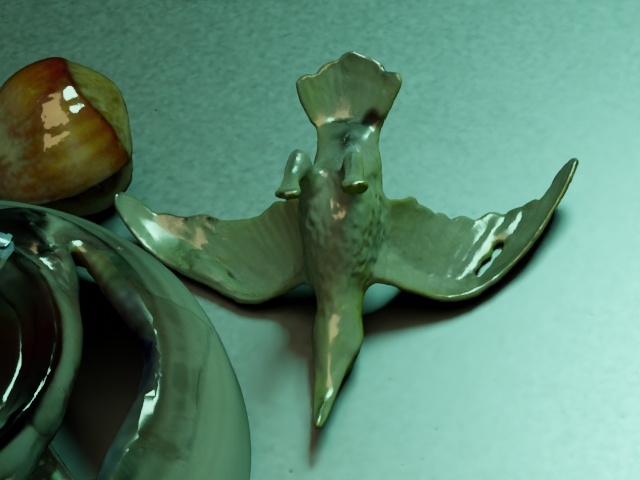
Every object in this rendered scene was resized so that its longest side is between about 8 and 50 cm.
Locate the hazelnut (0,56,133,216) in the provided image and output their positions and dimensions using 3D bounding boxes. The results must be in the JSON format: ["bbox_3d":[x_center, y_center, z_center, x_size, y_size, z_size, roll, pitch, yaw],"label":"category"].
[{"bbox_3d":[-0.129,-0.046,0.848,0.086,0.086,0.086,-5,49,5],"label":"hazelnut"}]

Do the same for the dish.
[{"bbox_3d":[-0.170,0.061,0.709,0.273,0.134,0.273,-3,47,3],"label":"dish"}]

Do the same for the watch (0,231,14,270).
[{"bbox_3d":[-0.068,0.173,0.620,0.276,0.068,0.274,29,66,-14],"label":"watch"}]

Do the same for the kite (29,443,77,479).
[{"bbox_3d":[-0.204,0.124,0.752,0.268,0.013,0.323,7,50,14],"label":"kite"}]

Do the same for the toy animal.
[{"bbox_3d":[0.000,0.000,0.775,0.219,0.095,0.155,1,45,11],"label":"toy animal"}]
